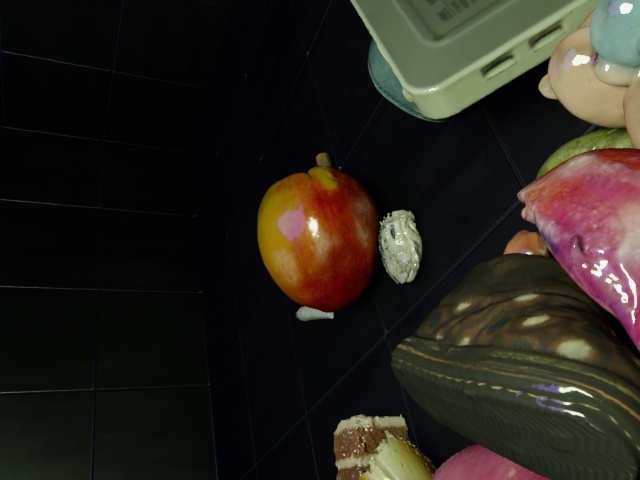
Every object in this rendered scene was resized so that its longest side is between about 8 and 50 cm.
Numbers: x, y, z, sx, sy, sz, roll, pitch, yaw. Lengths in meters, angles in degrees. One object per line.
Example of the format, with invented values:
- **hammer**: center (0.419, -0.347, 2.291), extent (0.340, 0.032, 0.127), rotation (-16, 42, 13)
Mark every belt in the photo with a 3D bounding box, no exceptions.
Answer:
- **belt**: center (0.191, -0.335, 1.038), extent (0.116, 0.207, 0.267), rotation (122, 158, -49)

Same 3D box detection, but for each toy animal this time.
- **toy animal**: center (0.389, -0.189, 0.625), extent (0.210, 0.229, 0.221), rotation (-43, 85, 19)

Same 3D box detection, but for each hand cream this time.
- **hand cream**: center (-0.011, 0.196, 1.590), extent (0.195, 0.042, 0.067), rotation (-24, 57, 57)

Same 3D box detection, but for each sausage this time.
- **sausage**: center (0.304, 0.079, 0.877), extent (0.077, 0.077, 0.193), rotation (-150, 68, -63)

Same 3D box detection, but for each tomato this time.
- **tomato**: center (0.342, 0.010, 0.541), extent (0.176, 0.335, 0.289), rotation (-45, 43, 21)

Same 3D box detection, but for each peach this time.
- **peach**: center (0.000, 0.000, 1.308), extent (0.308, 0.308, 0.332), rotation (-7, 92, 65)

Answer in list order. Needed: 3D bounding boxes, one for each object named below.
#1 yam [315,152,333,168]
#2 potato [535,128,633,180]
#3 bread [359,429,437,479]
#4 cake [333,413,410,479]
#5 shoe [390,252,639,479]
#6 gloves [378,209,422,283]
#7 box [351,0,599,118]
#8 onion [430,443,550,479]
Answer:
- **yam**: center (0.036, -0.096, 1.530), extent (0.045, 0.045, 0.326), rotation (-27, 58, 26)
- **potato**: center (0.370, -0.097, 0.791), extent (0.198, 0.054, 0.119), rotation (-167, 80, -65)
- **bread**: center (0.161, 0.511, 0.999), extent (0.192, 0.171, 0.313), rotation (18, 109, 52)
- **cake**: center (0.110, 0.440, 1.175), extent (0.134, 0.135, 0.147), rotation (136, 138, -56)
- **shoe**: center (0.258, 0.128, 0.670), extent (0.171, 0.237, 0.384), rotation (50, 163, -8)
- **gloves**: center (0.163, 0.019, 1.197), extent (0.114, 0.071, 0.153), rotation (135, 133, -54)
- **box**: center (0.242, -0.387, 0.837), extent (0.373, 0.090, 0.367), rotation (-30, 48, 13)
- **onion**: center (0.258, 0.421, 0.663), extent (0.359, 0.345, 0.357), rotation (6, 101, 31)
